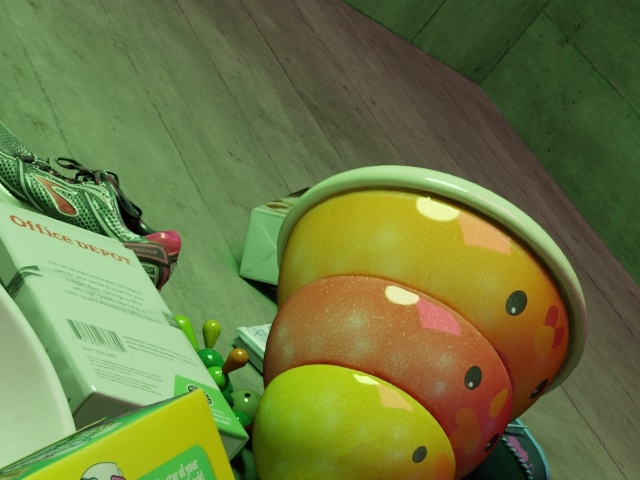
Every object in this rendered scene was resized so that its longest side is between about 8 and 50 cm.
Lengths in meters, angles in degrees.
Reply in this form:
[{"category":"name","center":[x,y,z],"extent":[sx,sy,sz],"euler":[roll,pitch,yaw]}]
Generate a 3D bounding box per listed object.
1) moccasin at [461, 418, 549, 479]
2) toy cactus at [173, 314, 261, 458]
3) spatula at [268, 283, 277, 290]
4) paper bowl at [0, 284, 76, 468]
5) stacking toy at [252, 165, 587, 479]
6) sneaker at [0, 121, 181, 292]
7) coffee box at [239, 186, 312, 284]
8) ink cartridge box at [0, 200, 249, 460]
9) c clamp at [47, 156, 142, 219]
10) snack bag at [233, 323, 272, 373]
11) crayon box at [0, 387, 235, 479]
[{"category":"moccasin","center":[0.110,0.208,2.206],"extent":[0.342,0.137,0.117],"euler":[36,20,17]},{"category":"toy cactus","center":[-0.102,0.160,2.020],"extent":[0.180,0.112,0.219],"euler":[38,5,-43]},{"category":"spatula","center":[0.071,0.098,2.516],"extent":[0.296,0.030,0.084],"euler":[22,7,-11]},{"category":"paper bowl","center":[-0.320,0.135,1.417],"extent":[0.284,0.148,0.284],"euler":[53,20,-28]},{"category":"stacking toy","center":[0.047,0.192,1.888],"extent":[0.351,0.350,0.480],"euler":[36,50,-11]},{"category":"sneaker","center":[-0.284,-0.047,2.120],"extent":[0.299,0.112,0.121],"euler":[41,16,7]},{"category":"coffee box","center":[0.000,0.000,2.541],"extent":[0.141,0.098,0.246],"euler":[13,11,13]},{"category":"ink cartridge box","center":[-0.230,0.112,1.801],"extent":[0.211,0.121,0.289],"euler":[22,23,-45]},{"category":"c clamp","center":[-0.269,-0.038,2.285],"extent":[0.161,0.022,0.137],"euler":[35,17,-15]},{"category":"snack bag","center":[0.075,0.222,2.323],"extent":[0.342,0.037,0.323],"euler":[46,17,20]},{"category":"crayon box","center":[-0.139,0.295,1.322],"extent":[0.313,0.106,0.363],"euler":[70,19,0]}]
